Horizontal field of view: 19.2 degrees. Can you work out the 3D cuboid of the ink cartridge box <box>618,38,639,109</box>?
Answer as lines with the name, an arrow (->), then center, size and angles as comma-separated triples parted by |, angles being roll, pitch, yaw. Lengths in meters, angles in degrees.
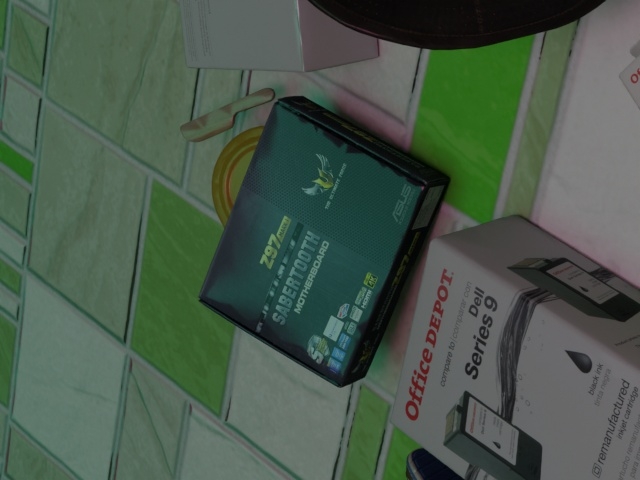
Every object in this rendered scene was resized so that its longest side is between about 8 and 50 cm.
ink cartridge box -> 0.318, -0.121, 1.509 | 0.092, 0.090, 0.143 | -45, 67, 45

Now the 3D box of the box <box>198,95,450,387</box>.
box -> 0.000, 0.000, 1.857 | 0.183, 0.059, 0.233 | 31, 110, 22

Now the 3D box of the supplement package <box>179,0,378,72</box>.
supplement package -> -0.044, -0.225, 1.866 | 0.179, 0.105, 0.105 | 8, 107, 47

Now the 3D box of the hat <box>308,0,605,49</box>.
hat -> 0.116, -0.292, 1.603 | 0.134, 0.331, 0.331 | 82, 163, -79

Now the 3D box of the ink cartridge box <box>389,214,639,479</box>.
ink cartridge box -> 0.213, 0.138, 1.681 | 0.289, 0.121, 0.211 | 34, 125, 37

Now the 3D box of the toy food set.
toy food set -> -0.039, -0.050, 1.953 | 0.128, 0.071, 0.218 | -30, 80, 24

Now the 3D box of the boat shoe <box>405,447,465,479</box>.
boat shoe -> 0.139, 0.285, 1.851 | 0.183, 0.066, 0.066 | 50, 135, 25
